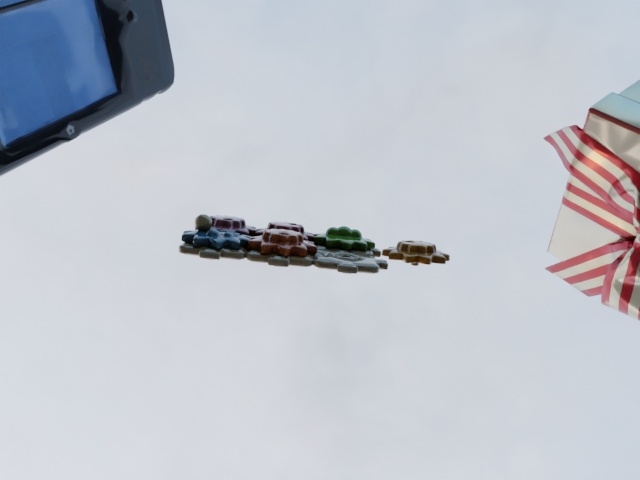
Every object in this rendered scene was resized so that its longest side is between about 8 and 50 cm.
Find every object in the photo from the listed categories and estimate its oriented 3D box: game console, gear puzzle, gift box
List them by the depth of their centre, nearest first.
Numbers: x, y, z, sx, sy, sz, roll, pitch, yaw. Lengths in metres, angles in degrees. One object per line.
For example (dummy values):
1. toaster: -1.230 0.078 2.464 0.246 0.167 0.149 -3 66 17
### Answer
1. game console: -0.319 -0.261 0.638 0.060 0.386 0.342 14 -51 29
2. gift box: 0.418 -0.053 0.707 0.258 0.276 0.255 -33 -44 -26
3. gear puzzle: 0.000 0.000 0.763 0.338 0.175 0.044 6 -81 -2
